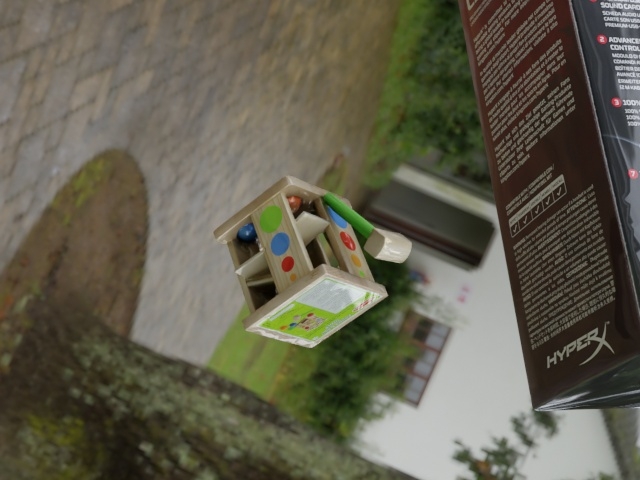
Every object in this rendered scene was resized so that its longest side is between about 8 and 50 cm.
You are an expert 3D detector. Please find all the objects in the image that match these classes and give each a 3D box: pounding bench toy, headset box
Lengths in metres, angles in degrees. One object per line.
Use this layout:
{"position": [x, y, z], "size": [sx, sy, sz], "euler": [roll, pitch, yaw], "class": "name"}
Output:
{"position": [0.000, 0.000, 0.585], "size": [0.083, 0.065, 0.052], "euler": [-36, 147, 25], "class": "pounding bench toy"}
{"position": [0.206, -0.064, 0.656], "size": [0.110, 0.218, 0.293], "euler": [133, -46, -59], "class": "headset box"}
